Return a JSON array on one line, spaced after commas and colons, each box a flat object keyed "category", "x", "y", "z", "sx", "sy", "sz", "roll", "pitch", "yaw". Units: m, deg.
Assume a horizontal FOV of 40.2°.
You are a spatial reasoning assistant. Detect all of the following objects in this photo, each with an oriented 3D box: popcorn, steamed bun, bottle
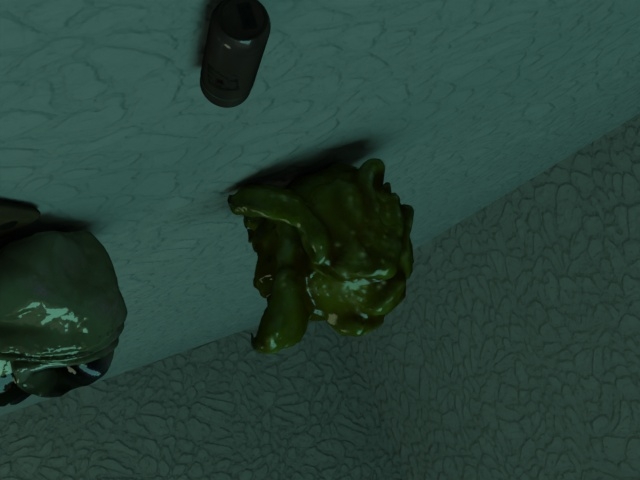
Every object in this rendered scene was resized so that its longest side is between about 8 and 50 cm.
[{"category": "popcorn", "x": 0.004, "y": 0.004, "z": 1.403, "sx": 0.290, "sy": 0.326, "sz": 0.321, "roll": -32, "pitch": -151, "yaw": 19}, {"category": "steamed bun", "x": -0.400, "y": 0.122, "z": 1.195, "sx": 0.275, "sy": 0.206, "sz": 0.320, "roll": -23, "pitch": 178, "yaw": -24}, {"category": "bottle", "x": -0.081, "y": -0.171, "z": 0.806, "sx": 0.053, "sy": 0.053, "sz": 0.140, "roll": -21, "pitch": 170, "yaw": -17}]

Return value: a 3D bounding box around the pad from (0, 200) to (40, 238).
[{"category": "pad", "x": -0.491, "y": 0.014, "z": 0.968, "sx": 0.284, "sy": 0.018, "sz": 0.286, "roll": -25, "pitch": 172, "yaw": 12}]
